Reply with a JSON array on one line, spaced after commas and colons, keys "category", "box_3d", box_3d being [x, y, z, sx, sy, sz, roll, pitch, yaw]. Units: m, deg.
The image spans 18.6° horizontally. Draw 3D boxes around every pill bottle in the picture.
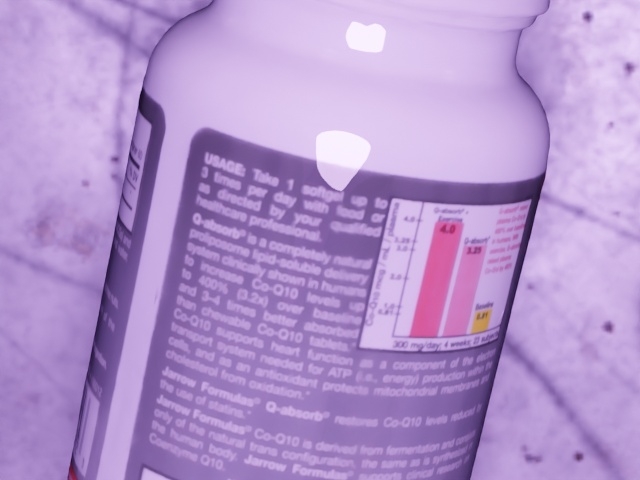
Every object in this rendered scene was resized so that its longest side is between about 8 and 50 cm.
[{"category": "pill bottle", "box_3d": [0.000, 0.000, 0.999, 0.210, 0.210, 0.363, 13, 105, 1]}]
